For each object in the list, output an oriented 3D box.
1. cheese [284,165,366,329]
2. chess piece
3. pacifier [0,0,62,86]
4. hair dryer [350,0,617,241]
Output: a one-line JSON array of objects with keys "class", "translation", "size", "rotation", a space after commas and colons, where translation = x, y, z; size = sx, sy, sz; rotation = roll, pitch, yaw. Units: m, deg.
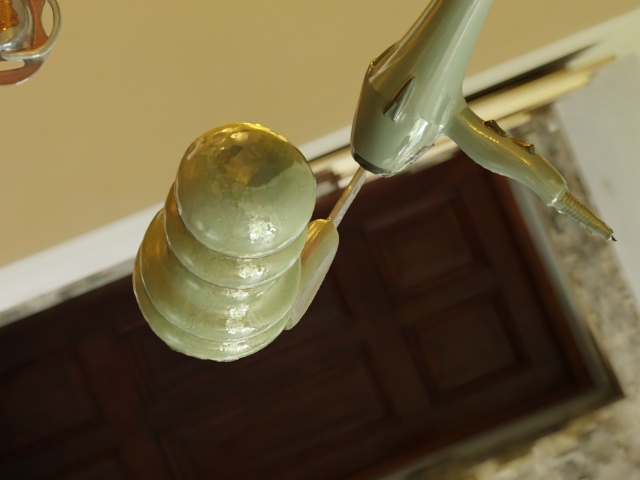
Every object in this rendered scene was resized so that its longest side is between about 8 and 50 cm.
[{"class": "cheese", "translation": [0.000, 0.000, 1.611], "size": [0.037, 0.192, 0.097], "rotation": [26, -22, 10]}, {"class": "chess piece", "translation": [-0.064, -0.009, 1.130], "size": [0.243, 0.133, 0.133], "rotation": [117, -47, -66]}, {"class": "pacifier", "translation": [-0.243, -0.166, 1.235], "size": [0.078, 0.081, 0.099], "rotation": [76, 8, -76]}, {"class": "hair dryer", "translation": [0.166, -0.139, 1.385], "size": [0.092, 0.267, 0.229], "rotation": [-43, 146, -60]}]
